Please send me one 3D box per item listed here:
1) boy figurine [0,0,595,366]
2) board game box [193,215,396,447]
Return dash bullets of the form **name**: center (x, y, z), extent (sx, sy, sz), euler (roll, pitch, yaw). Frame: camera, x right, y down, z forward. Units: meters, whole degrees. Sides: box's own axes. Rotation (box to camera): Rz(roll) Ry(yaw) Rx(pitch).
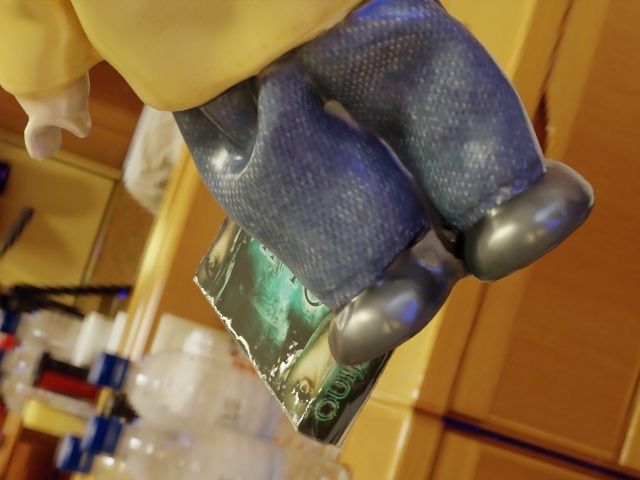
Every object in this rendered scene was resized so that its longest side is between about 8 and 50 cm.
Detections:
- **boy figurine**: center (-0.038, -0.096, 0.435), extent (0.177, 0.285, 0.092), euler (-35, 8, 15)
- **board game box**: center (0.000, 0.000, 0.630), extent (0.126, 0.026, 0.186), euler (-61, 25, 7)
